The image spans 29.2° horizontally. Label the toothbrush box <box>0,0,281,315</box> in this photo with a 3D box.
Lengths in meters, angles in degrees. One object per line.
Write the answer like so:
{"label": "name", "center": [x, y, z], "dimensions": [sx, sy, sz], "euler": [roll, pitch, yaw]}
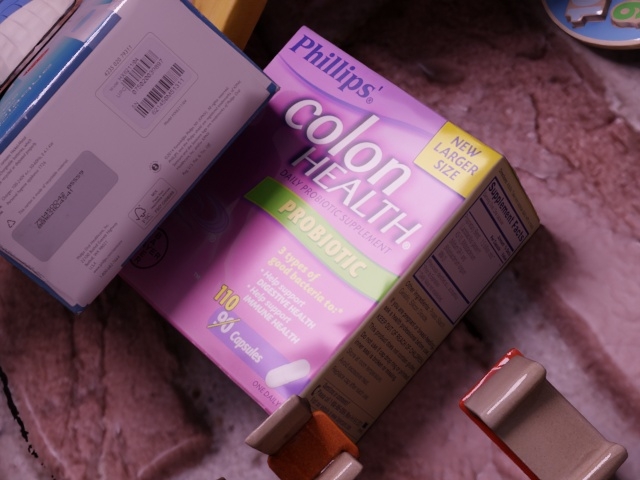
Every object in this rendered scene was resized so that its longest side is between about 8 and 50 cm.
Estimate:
{"label": "toothbrush box", "center": [-0.178, -0.089, 0.959], "dimensions": [0.216, 0.126, 0.295], "euler": [-49, 18, -3]}

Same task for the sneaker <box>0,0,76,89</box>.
{"label": "sneaker", "center": [-0.331, -0.149, 0.984], "dimensions": [0.129, 0.147, 0.330], "euler": [-36, 21, 37]}

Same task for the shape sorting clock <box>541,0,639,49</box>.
{"label": "shape sorting clock", "center": [0.260, -0.239, 0.950], "dimensions": [0.206, 0.040, 0.206], "euler": [-25, 49, 32]}

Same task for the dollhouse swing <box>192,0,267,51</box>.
{"label": "dollhouse swing", "center": [0.045, -0.336, 1.042], "dimensions": [0.315, 0.305, 0.347], "euler": [-2, 63, -6]}

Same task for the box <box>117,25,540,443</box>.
{"label": "box", "center": [0.000, 0.000, 0.928], "dimensions": [0.243, 0.117, 0.213], "euler": [-49, 57, -4]}

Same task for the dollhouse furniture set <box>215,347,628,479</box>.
{"label": "dollhouse furniture set", "center": [0.071, 0.196, 0.781], "dimensions": [0.259, 0.135, 0.262], "euler": [-44, 84, -3]}
